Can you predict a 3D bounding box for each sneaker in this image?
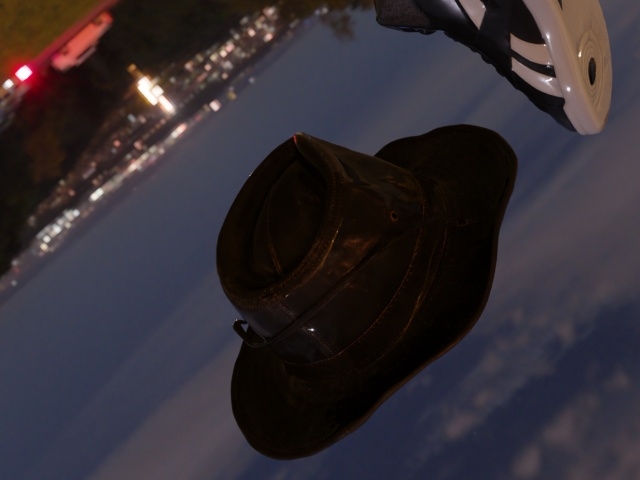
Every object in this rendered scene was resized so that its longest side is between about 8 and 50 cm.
[{"bbox_3d":[0.106,-0.144,0.722,0.121,0.217,0.079,-1,-122,31],"label":"sneaker"}]

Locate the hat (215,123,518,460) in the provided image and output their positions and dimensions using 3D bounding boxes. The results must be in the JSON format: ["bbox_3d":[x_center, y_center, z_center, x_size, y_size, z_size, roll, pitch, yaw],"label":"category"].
[{"bbox_3d":[0.000,0.000,0.886,0.331,0.134,0.331,-40,-155,23],"label":"hat"}]
